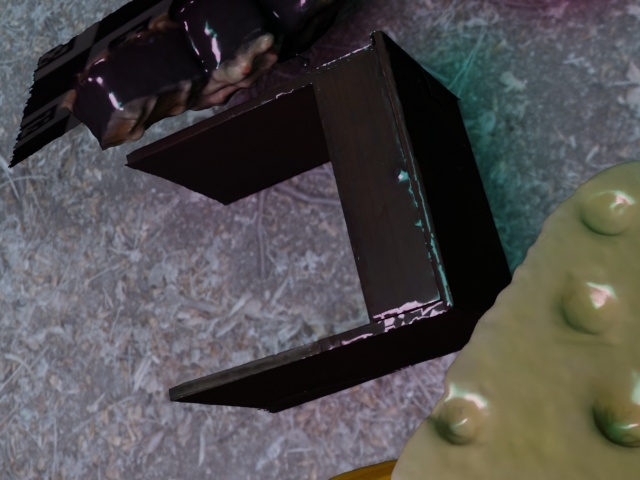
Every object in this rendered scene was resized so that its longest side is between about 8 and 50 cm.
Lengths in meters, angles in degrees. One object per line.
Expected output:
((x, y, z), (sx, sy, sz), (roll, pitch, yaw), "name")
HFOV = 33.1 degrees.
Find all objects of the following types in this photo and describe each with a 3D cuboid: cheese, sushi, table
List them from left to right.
((-0.087, -0.164, 0.970), (0.373, 0.296, 0.100), (-38, 92, -25), "sushi")
((0.000, 0.000, 0.991), (0.282, 0.196, 0.250), (-21, 72, 23), "table")
((0.248, 0.102, 0.831), (0.384, 0.104, 0.384), (-1, 58, 2), "cheese")

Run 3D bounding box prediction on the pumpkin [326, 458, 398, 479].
((0.105, 0.275, 0.945), (0.279, 0.111, 0.163), (-16, 98, 21), "pumpkin")
